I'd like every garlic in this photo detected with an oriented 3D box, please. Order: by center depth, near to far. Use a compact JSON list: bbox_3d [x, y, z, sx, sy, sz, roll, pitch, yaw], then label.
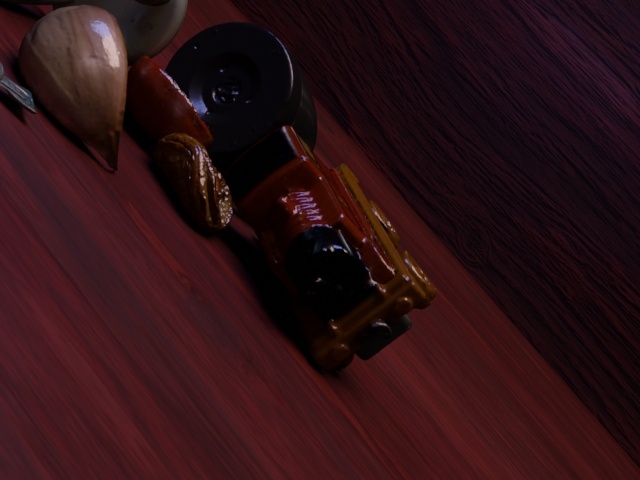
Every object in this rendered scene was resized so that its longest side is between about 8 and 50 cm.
[{"bbox_3d":[-0.284,-0.195,1.512,0.115,0.128,0.207,6,46,-33],"label":"garlic"}]

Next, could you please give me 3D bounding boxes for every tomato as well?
[{"bbox_3d":[-0.213,-0.166,1.747,0.155,0.069,0.155,50,-9,11],"label":"tomato"}]

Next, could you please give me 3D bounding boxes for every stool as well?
[{"bbox_3d":[-0.294,-0.323,1.710,0.195,0.195,0.198,48,16,4],"label":"stool"}]

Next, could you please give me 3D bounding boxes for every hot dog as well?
[{"bbox_3d":[-0.156,-0.075,1.658,0.147,0.065,0.099,53,-5,37],"label":"hot dog"}]

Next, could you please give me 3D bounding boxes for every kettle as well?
[{"bbox_3d":[-0.081,-0.163,1.948,0.251,0.207,0.271,44,0,24],"label":"kettle"}]

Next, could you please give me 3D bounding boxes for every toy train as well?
[{"bbox_3d":[0.000,0.000,1.700,0.231,0.163,0.369,46,10,-33],"label":"toy train"}]

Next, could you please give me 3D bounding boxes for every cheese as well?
[{"bbox_3d":[-0.346,-0.178,1.378,0.120,0.026,0.067,41,12,-33],"label":"cheese"}]
